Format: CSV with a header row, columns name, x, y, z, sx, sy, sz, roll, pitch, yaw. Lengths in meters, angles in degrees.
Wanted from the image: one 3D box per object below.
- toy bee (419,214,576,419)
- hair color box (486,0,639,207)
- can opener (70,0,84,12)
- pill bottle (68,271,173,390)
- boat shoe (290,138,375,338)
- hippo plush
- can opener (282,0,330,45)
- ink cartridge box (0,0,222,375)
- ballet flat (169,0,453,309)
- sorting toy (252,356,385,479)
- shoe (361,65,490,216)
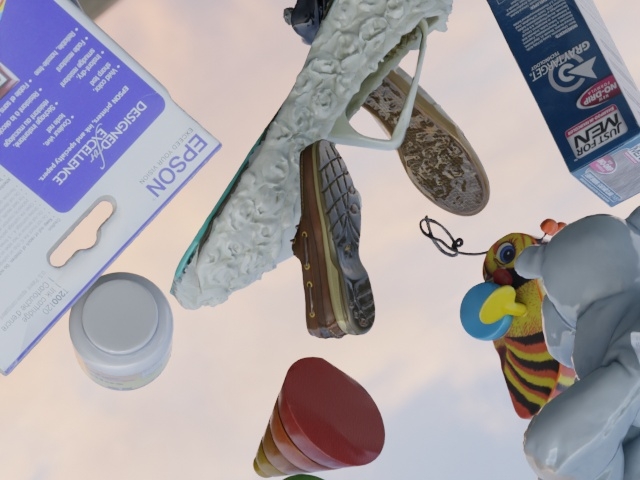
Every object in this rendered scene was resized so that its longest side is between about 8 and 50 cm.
name,x,y,z,sx,sy,sz,roll,pitch,yaw
toy bee,0.239,0.056,2.345,0.162,0.298,0.195,-42,170,28
hair color box,0.309,-0.228,2.457,0.105,0.347,0.174,-30,156,16
can opener,-0.256,-0.167,2.058,0.093,0.280,0.074,-41,-141,-26
pill bottle,-0.225,0.102,2.237,0.117,0.117,0.215,-42,174,-11
boat shoe,0.000,0.000,1.733,0.060,0.178,0.064,-15,168,30
hippo plush,0.258,0.097,1.834,0.234,0.294,0.236,-24,-130,-7
can opener,-0.016,-0.310,2.244,0.073,0.186,0.059,-13,-165,-8
ink cartridge box,-0.204,-0.055,1.207,0.206,0.208,0.045,-46,-159,4
ballet flat,0.005,-0.098,1.873,0.409,0.147,0.147,-62,-156,-11
sorting toy,-0.030,0.279,1.819,0.126,0.127,0.365,-41,-151,35
shoe,0.100,-0.119,2.008,0.076,0.219,0.058,-34,-167,29
